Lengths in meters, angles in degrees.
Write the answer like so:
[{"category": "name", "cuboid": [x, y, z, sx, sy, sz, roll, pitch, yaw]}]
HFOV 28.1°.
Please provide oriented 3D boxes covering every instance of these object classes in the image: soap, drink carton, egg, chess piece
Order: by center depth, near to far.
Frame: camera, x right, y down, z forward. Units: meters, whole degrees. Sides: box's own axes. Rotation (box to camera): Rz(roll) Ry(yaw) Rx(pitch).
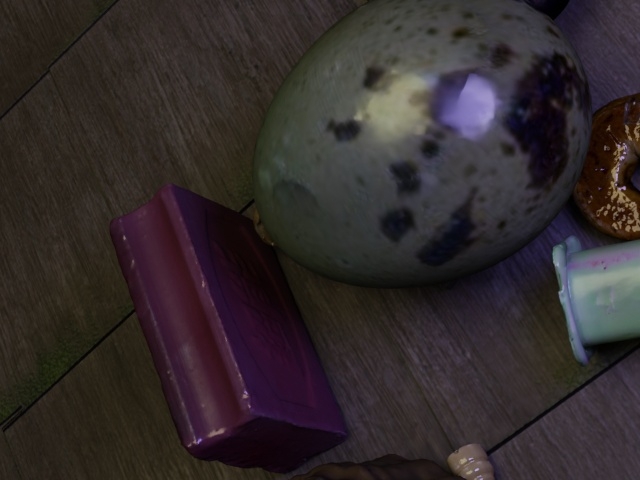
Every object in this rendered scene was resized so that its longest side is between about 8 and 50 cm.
[{"category": "drink carton", "cuboid": [0.355, 0.059, 1.455, 0.142, 0.146, 0.144, -10, 94, 19]}, {"category": "egg", "cuboid": [0.114, -0.114, 1.517, 0.428, 0.345, 0.345, -35, 60, 25]}, {"category": "chess piece", "cuboid": [0.198, 0.305, 1.534, 0.066, 0.066, 0.122, -42, 55, 17]}, {"category": "soap", "cuboid": [-0.126, 0.120, 1.700, 0.128, 0.233, 0.360, -35, 60, 19]}]

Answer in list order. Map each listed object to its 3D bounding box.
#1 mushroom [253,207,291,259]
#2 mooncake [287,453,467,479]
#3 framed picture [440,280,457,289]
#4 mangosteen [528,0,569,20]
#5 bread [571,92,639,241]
[{"category": "mushroom", "cuboid": [0.001, -0.001, 1.733, 0.212, 0.097, 0.088, 19, 97, 39]}, {"category": "mooncake", "cuboid": [0.059, 0.412, 1.489, 0.324, 0.187, 0.324, -6, 82, 44]}, {"category": "framed picture", "cuboid": [0.185, -0.108, 1.690, 0.213, 0.016, 0.289, 42, 101, 35]}, {"category": "mangosteen", "cuboid": [0.243, -0.369, 1.641, 0.194, 0.194, 0.231, -7, 43, 32]}, {"category": "bread", "cuboid": [0.385, -0.089, 1.526, 0.193, 0.064, 0.193, -5, 80, 31]}]
